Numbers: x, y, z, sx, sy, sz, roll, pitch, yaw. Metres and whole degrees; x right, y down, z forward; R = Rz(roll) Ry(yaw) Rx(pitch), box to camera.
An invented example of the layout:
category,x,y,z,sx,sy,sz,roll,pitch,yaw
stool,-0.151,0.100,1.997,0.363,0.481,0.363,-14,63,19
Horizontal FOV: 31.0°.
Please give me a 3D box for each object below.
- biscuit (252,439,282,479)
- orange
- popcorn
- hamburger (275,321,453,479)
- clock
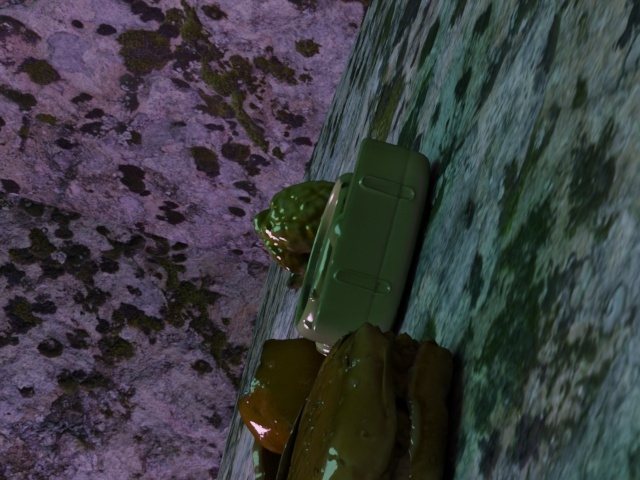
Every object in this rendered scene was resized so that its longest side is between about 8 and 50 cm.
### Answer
category,x,y,z,sx,sy,sz,roll,pitch,yaw
biscuit,-0.053,0.270,1.551,0.027,0.133,0.184,-22,65,29
orange,-0.035,0.193,1.460,0.156,0.134,0.156,-53,25,38
popcorn,0.001,-0.009,1.592,0.142,0.174,0.173,-103,24,-44
hamburger,0.035,0.177,0.930,0.214,0.108,0.213,-160,90,-81
clock,0.039,0.028,1.356,0.308,0.096,0.234,120,164,-75
